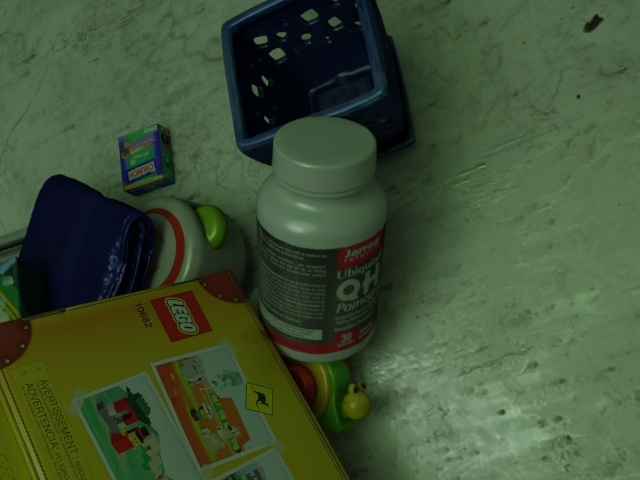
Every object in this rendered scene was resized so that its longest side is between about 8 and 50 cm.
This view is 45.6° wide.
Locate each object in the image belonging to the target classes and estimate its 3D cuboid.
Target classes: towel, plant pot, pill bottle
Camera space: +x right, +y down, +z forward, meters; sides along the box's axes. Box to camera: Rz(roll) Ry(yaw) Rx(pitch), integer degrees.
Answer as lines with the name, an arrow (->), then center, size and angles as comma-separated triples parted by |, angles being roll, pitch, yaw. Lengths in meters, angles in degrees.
towel -> -0.383, 0.029, 1.237 | 0.308, 0.076, 0.227 | 22, 94, 43
plant pot -> 0.010, -0.227, 1.144 | 0.236, 0.212, 0.236 | -18, 66, 20
pill bottle -> 0.000, 0.000, 1.041 | 0.176, 0.176, 0.318 | 25, 133, 27

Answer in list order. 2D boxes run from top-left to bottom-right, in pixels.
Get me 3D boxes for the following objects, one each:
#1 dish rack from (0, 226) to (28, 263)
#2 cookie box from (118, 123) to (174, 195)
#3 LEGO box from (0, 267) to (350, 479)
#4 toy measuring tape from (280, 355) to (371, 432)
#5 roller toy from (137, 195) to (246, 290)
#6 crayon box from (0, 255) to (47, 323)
dish rack -> -0.513, 0.115, 1.403 | 0.333, 0.072, 0.285 | -15, 74, 21
cookie box -> -0.316, -0.145, 1.382 | 0.092, 0.040, 0.107 | -15, 74, 21
LEGO box -> -0.183, 0.315, 0.960 | 0.500, 0.372, 0.193 | 58, 134, 20
toy measuring tape -> -0.064, 0.205, 1.160 | 0.330, 0.121, 0.121 | 6, 82, 35
roller toy -> -0.225, 0.032, 1.245 | 0.209, 0.146, 0.191 | 11, 88, 36
crayon box -> -0.504, 0.204, 1.124 | 0.203, 0.083, 0.323 | -24, 56, 6
